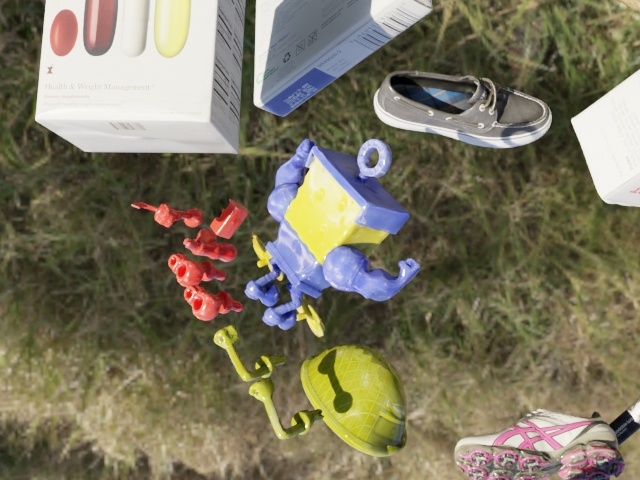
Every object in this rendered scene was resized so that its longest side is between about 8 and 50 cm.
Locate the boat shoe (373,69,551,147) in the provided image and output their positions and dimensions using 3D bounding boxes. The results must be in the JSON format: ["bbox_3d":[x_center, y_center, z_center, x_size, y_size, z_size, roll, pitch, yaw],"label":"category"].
[{"bbox_3d":[0.183,-0.175,1.111,0.228,0.080,0.076,10,158,-1],"label":"boat shoe"}]

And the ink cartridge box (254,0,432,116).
[{"bbox_3d":[0.020,-0.396,1.305,0.071,0.330,0.324,19,149,-35],"label":"ink cartridge box"}]

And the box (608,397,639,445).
[{"bbox_3d":[0.391,0.210,1.083,0.162,0.029,0.116,-50,156,21],"label":"box"}]

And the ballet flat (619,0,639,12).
[{"bbox_3d":[0.390,-0.320,0.951,0.073,0.067,0.206,-36,169,-23],"label":"ballet flat"}]

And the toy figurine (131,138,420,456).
[{"bbox_3d":[0.000,0.000,0.852,0.191,0.362,0.217,22,111,-44],"label":"toy figurine"}]

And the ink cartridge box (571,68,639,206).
[{"bbox_3d":[0.506,-0.166,1.095,0.226,0.131,0.306,5,151,-37],"label":"ink cartridge box"}]

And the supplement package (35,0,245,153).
[{"bbox_3d":[-0.195,-0.213,1.002,0.194,0.203,0.149,1,172,6],"label":"supplement package"}]

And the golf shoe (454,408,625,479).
[{"bbox_3d":[0.240,0.231,0.999,0.186,0.086,0.068,1,128,-3],"label":"golf shoe"}]
